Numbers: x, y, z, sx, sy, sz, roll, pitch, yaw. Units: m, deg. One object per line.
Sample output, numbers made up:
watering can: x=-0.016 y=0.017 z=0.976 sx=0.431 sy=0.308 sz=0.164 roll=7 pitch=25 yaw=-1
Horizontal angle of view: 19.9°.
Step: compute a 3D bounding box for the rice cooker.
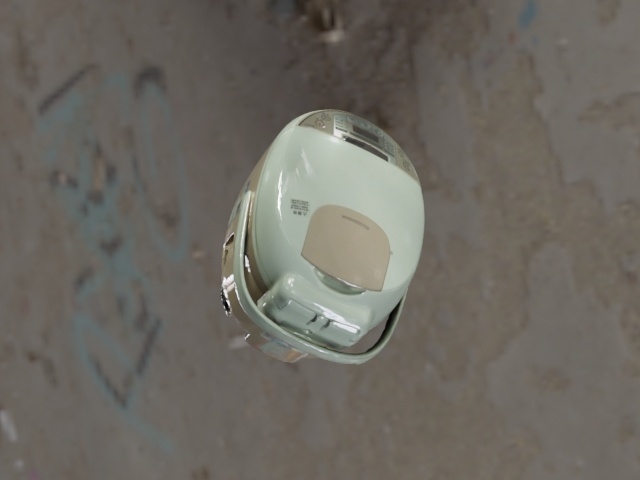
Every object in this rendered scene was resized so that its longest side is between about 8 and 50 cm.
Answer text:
rice cooker: x=0.000 y=0.000 z=1.398 sx=0.127 sy=0.145 sz=0.206 roll=-39 pitch=31 yaw=55
